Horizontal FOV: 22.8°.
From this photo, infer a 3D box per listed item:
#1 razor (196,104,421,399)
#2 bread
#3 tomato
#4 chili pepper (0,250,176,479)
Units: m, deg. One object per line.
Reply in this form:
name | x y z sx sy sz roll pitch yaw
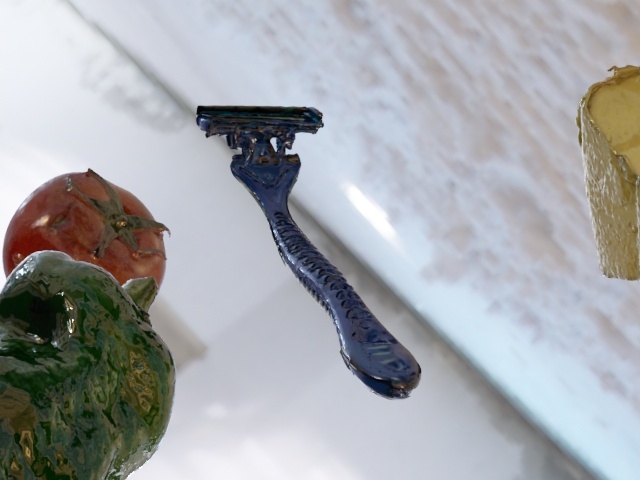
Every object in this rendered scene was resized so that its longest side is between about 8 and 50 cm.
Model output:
razor | -0.002 0.010 1.069 0.324 0.093 0.056 -118 32 -50
bread | 0.387 -0.075 1.398 0.236 0.263 0.198 -146 39 -71
tomato | -0.238 0.019 1.608 0.167 0.167 0.167 47 174 6
chili pepper | -0.150 0.092 0.685 0.099 0.270 0.136 -30 100 40
